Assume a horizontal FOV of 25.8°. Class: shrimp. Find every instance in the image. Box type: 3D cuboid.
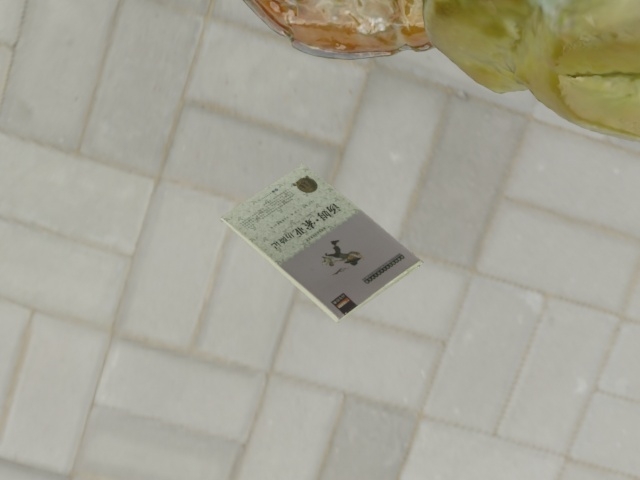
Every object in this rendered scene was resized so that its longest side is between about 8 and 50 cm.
[{"bbox_3d":[-0.024,-0.191,0.877,0.317,0.062,0.164,6,122,-1],"label":"shrimp"}]

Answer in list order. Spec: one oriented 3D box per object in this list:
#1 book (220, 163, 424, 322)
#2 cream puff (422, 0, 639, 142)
[{"bbox_3d":[0.000,0.000,1.461,0.182,0.127,0.014,40,144,24],"label":"book"},{"bbox_3d":[0.214,-0.169,0.761,0.323,0.274,0.270,-42,136,-2],"label":"cream puff"}]
